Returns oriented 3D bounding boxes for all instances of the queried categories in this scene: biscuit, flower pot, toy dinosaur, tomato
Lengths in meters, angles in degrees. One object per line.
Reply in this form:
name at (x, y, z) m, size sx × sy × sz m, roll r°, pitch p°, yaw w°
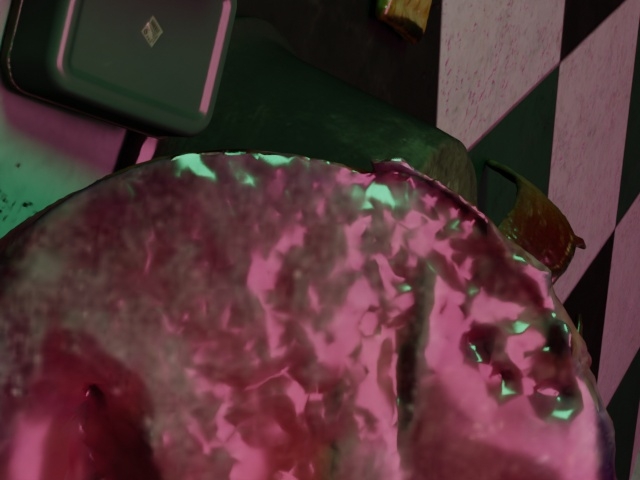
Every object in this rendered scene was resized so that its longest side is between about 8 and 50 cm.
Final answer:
biscuit at (0.064, -0.191, 0.957) m, size 0.083 × 0.018 × 0.081 m, roll 14°, pitch 89°, yaw -67°
flower pot at (0.000, 0.000, 0.756) m, size 0.235 × 0.148 × 0.235 m, roll -42°, pitch 139°, yaw -51°
toy dinosaur at (0.132, 0.060, 1.134) m, size 0.206 × 0.113 × 0.327 m, roll 9°, pitch 70°, yaw -30°
tomato at (-0.030, 0.095, 0.609) m, size 0.176 × 0.335 × 0.290 m, roll -150°, pitch -120°, yaw -70°

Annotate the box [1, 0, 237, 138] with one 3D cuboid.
box at (-0.090, -0.100, 0.623) m, size 0.126 × 0.031 × 0.091 m, roll 18°, pitch 85°, yaw -57°
